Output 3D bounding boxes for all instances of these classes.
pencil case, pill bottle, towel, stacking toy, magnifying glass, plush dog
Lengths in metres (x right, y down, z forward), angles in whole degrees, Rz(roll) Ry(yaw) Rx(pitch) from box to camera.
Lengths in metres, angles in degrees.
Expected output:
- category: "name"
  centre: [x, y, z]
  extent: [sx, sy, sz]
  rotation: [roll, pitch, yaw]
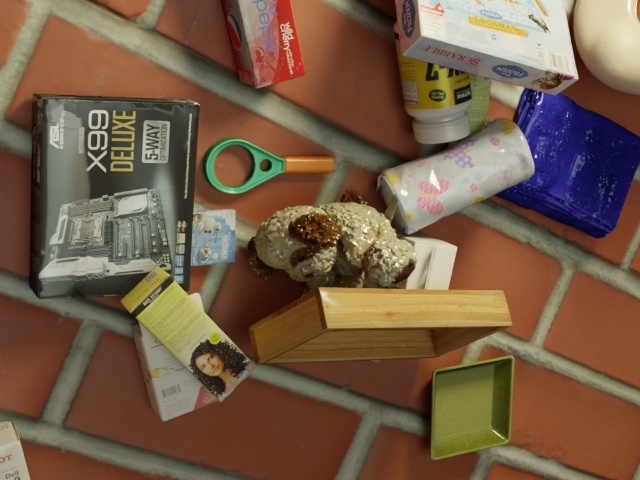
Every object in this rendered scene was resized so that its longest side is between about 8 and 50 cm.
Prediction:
- category: "pencil case"
  centre: [0.239, -0.115, 1.782]
  extent: [0.273, 0.113, 0.124]
  rotation: [-26, 94, -6]
- category: "pill bottle"
  centre: [0.198, -0.280, 1.744]
  extent: [0.119, 0.119, 0.208]
  rotation: [-18, 110, -21]
- category: "towel"
  centre: [0.482, -0.147, 1.942]
  extent: [0.308, 0.076, 0.228]
  rotation: [20, 94, -29]
- category: "stacking toy"
  centre: [0.739, -0.377, 1.919]
  extent: [0.480, 0.350, 0.351]
  rotation: [19, 94, -44]
- category: "magnifying glass"
  centre: [-0.085, -0.126, 1.696]
  extent: [0.231, 0.026, 0.092]
  rotation: [-3, 104, -26]
- category: "plush dog"
  centre: [0.000, 0.000, 1.682]
  extent: [0.225, 0.262, 0.211]
  rotation: [5, 67, -37]

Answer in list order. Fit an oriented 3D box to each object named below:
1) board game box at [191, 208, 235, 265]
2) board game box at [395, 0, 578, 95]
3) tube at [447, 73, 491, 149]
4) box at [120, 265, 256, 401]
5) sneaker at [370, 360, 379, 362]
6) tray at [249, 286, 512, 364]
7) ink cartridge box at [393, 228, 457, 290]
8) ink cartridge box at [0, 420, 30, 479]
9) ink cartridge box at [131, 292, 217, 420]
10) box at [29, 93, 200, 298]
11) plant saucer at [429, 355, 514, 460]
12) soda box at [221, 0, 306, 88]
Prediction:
- category: "board game box"
  centre: [-0.186, -0.005, 1.679]
  extent: [0.090, 0.020, 0.090]
  rotation: [-6, 105, -26]
- category: "board game box"
  centre: [0.265, -0.421, 1.681]
  extent: [0.318, 0.066, 0.318]
  rotation: [10, 64, -28]
- category: "tube"
  centre: [0.270, -0.232, 1.831]
  extent: [0.070, 0.062, 0.240]
  rotation: [8, 112, 16]
- category: "box"
  centre: [-0.207, 0.150, 1.606]
  extent: [0.087, 0.058, 0.232]
  rotation: [-45, 120, -8]
- category: "sneaker"
  centre: [0.066, 0.188, 1.831]
  extent: [0.119, 0.057, 0.047]
  rotation: [28, 92, -28]
- category: "tray"
  centre: [0.107, 0.143, 1.716]
  extent: [0.411, 0.203, 0.076]
  rotation: [2, 67, -38]
- category: "ink cartridge box"
  centre: [0.170, 0.039, 1.795]
  extent: [0.090, 0.143, 0.092]
  rotation: [6, 100, -27]
- category: "ink cartridge box"
  centre: [-0.526, 0.408, 1.573]
  extent: [0.154, 0.093, 0.212]
  rotation: [-15, 107, -22]
- category: "ink cartridge box"
  centre: [-0.239, 0.183, 1.673]
  extent: [0.115, 0.067, 0.198]
  rotation: [-18, 112, -22]
- category: "box"
  centre: [-0.320, -0.070, 1.563]
  extent: [0.242, 0.076, 0.307]
  rotation: [-1, 104, -27]
- category: "plant saucer"
  centre: [0.287, 0.320, 1.980]
  extent: [0.188, 0.045, 0.188]
  rotation: [-6, 105, -24]
- category: "soda box"
  centre: [-0.103, -0.379, 1.590]
  extent: [0.092, 0.083, 0.263]
  rotation: [-19, 111, -20]
